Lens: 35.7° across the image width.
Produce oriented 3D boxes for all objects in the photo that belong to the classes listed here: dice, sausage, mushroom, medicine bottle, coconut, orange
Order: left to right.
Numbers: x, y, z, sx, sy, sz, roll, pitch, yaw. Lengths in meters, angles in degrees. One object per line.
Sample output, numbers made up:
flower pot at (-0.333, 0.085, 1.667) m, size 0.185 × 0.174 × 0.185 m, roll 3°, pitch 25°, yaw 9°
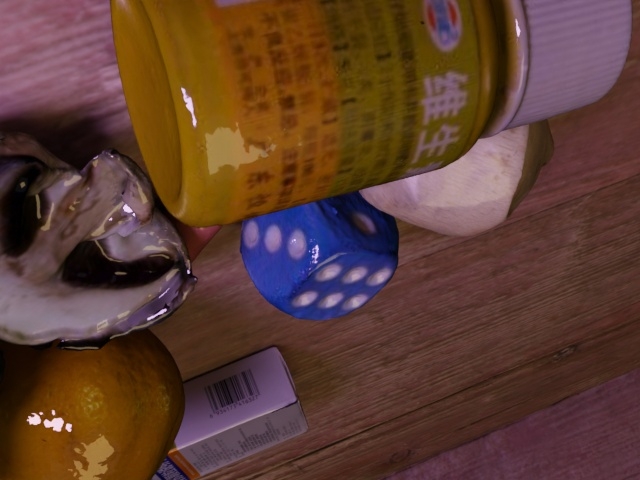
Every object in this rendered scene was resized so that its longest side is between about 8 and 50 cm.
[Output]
mushroom at (-0.263, -0.008, 0.957) m, size 0.247 × 0.130 × 0.344 m, roll -44°, pitch 152°, yaw 15°
orange at (-0.303, 0.211, 1.200) m, size 0.279 × 0.235 × 0.279 m, roll -8°, pitch 158°, yaw -3°
sausage at (-0.161, -0.003, 1.119) m, size 0.062 × 0.062 × 0.154 m, roll 0°, pitch 145°, yaw -42°
dice at (0.000, 0.000, 1.179) m, size 0.143 × 0.146 × 0.146 m, roll 3°, pitch 139°, yaw -41°
medicine bottle at (0.041, -0.158, 0.811) m, size 0.385 × 0.224 × 0.224 m, roll -17°, pitch 154°, yaw -19°
coconut at (0.137, -0.105, 1.034) m, size 0.224 × 0.224 × 0.224 m, roll -20°, pitch 155°, yaw -10°

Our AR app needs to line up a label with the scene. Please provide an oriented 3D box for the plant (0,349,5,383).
plant at (-0.436, 0.198, 0.947) m, size 0.188 × 0.199 × 0.276 m, roll 24°, pitch 91°, yaw -62°

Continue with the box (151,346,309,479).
box at (-0.180, 0.304, 1.651) m, size 0.300 × 0.106 × 0.200 m, roll -21°, pitch 154°, yaw -5°
